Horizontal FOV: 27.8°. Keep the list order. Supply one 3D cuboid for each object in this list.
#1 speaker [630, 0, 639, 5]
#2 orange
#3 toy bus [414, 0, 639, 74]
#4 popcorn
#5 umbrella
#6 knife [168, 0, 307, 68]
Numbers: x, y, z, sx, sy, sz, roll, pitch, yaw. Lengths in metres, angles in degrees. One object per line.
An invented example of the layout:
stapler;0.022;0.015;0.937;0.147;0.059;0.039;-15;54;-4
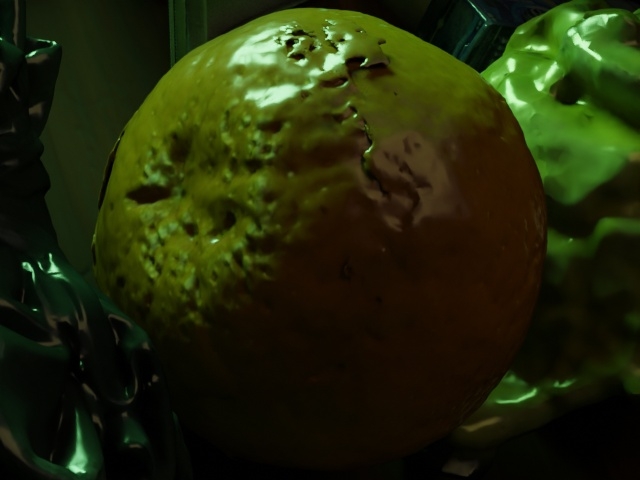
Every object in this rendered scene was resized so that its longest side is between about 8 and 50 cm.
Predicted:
speaker;0.328;-0.270;1.092;0.198;0.259;0.329;-22;68;-41
orange;0.000;0.001;0.614;0.193;0.219;0.219;-8;59;-40
toy bus;0.178;-0.150;1.011;0.237;0.079;0.094;0;38;-38
popcorn;0.176;-0.021;0.755;0.293;0.237;0.293;-1;14;0
umbrella;-0.116;0.039;0.509;0.143;0.094;0.348;12;54;-58
knife;-0.045;-0.169;0.847;0.053;0.123;0.278;14;27;17
